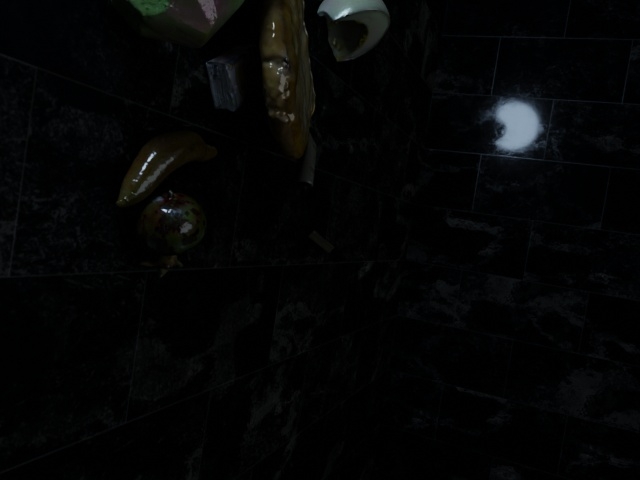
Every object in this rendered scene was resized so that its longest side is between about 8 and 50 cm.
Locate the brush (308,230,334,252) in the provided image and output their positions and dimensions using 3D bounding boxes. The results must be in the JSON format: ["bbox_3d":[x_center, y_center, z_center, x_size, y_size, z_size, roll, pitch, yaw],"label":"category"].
[{"bbox_3d":[0.000,0.000,2.048,0.034,0.027,0.190,-43,150,5],"label":"brush"}]

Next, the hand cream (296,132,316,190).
[{"bbox_3d":[-0.040,-0.247,1.824,0.087,0.054,0.186,55,42,-66],"label":"hand cream"}]

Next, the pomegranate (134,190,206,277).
[{"bbox_3d":[-0.315,-0.021,1.153,0.169,0.148,0.148,-52,169,24],"label":"pomegranate"}]

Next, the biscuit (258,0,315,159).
[{"bbox_3d":[-0.088,-0.424,1.453,0.446,0.104,0.429,-84,171,-47],"label":"biscuit"}]

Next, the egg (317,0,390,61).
[{"bbox_3d":[0.102,-0.721,1.800,0.271,0.206,0.162,33,36,-76],"label":"egg"}]

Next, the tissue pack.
[{"bbox_3d":[-0.200,-0.391,1.347,0.155,0.065,0.116,-54,148,-47],"label":"tissue pack"}]

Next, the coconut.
[{"bbox_3d":[-0.246,-0.452,0.995,0.204,0.236,0.236,-41,-157,59],"label":"coconut"}]

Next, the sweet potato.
[{"bbox_3d":[-0.307,-0.175,1.174,0.108,0.079,0.346,-60,172,33],"label":"sweet potato"}]
